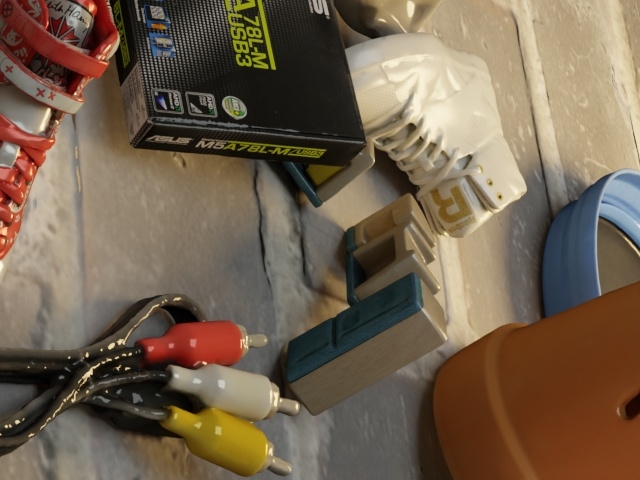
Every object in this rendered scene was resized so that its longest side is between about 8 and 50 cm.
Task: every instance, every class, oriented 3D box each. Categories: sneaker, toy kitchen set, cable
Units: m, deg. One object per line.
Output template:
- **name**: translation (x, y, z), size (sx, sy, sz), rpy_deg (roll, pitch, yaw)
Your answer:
- **sneaker**: translation (0.099, -0.085, 1.395), size (0.292, 0.108, 0.169), rpy_deg (-2, 70, -57)
- **sneaker**: translation (-0.193, -0.061, 0.910), size (0.090, 0.145, 0.270), rpy_deg (29, 46, -30)
- **toy kitchen set**: translation (0.000, 0.000, 1.227), size (0.166, 0.122, 0.207), rpy_deg (54, 15, -20)
- **cable**: translation (-0.128, 0.080, 0.999), size (0.287, 0.072, 0.139), rpy_deg (16, 52, -50)

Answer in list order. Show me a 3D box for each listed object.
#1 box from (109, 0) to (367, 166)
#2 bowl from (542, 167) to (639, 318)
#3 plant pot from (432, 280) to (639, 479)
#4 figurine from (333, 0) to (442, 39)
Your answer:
- **box**: translation (-0.068, -0.151, 1.184), size (0.184, 0.045, 0.190), rpy_deg (3, 62, -29)
- **bowl**: translation (0.363, 0.117, 1.685), size (0.391, 0.077, 0.391), rpy_deg (33, 45, -42)
- **plant pot**: translation (0.268, 0.166, 1.335), size (0.291, 0.203, 0.291), rpy_deg (37, 30, -26)
- **figurine**: translation (-0.004, -0.284, 1.378), size (0.209, 0.092, 0.214), rpy_deg (16, 48, -41)
